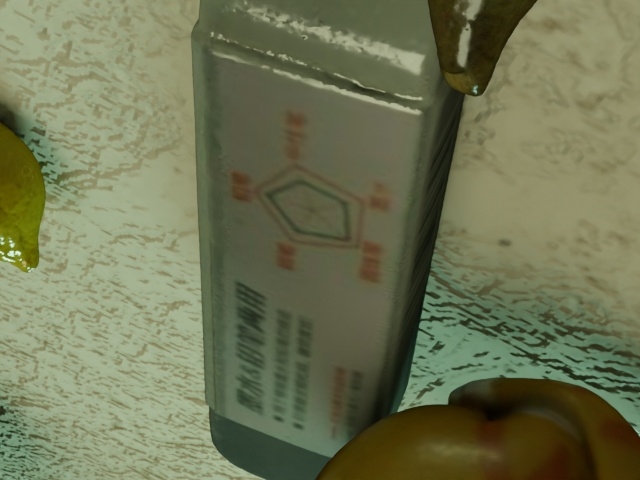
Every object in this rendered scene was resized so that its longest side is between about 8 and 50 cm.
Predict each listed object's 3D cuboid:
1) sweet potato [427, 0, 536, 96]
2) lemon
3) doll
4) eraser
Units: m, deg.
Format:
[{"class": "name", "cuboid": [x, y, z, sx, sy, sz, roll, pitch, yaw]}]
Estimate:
[{"class": "sweet potato", "cuboid": [0.060, -0.145, 0.286, 0.069, 0.059, 0.249, 13, 134, 17]}, {"class": "lemon", "cuboid": [-0.160, -0.023, 0.564, 0.092, 0.065, 0.065, 49, 140, -13]}, {"class": "doll", "cuboid": [0.112, 0.149, 0.505, 0.270, 0.162, 0.166, 14, 138, 5]}, {"class": "eraser", "cuboid": [0.000, 0.000, 0.494, 0.089, 0.061, 0.352, 19, 144, 10]}]
